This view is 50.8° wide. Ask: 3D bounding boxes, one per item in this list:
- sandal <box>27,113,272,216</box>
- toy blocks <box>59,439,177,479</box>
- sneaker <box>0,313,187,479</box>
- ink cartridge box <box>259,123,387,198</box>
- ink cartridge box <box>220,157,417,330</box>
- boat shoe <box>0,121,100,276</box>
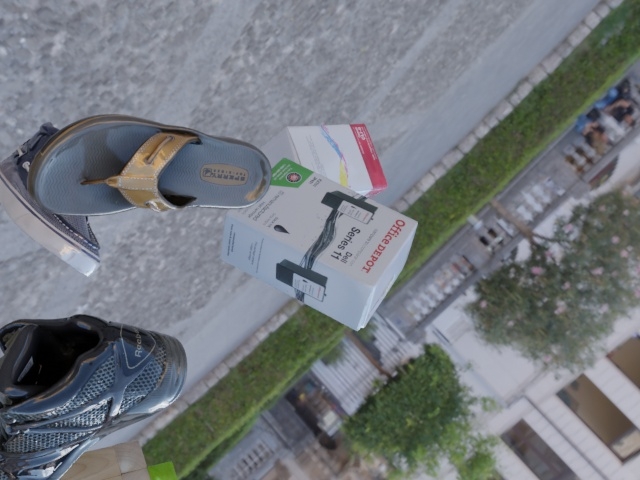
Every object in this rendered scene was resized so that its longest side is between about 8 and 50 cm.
[{"bbox_3d":[-0.132,-0.054,0.581,0.219,0.060,0.090,3,109,-35],"label":"sandal"},{"bbox_3d":[-0.453,0.427,1.037,0.381,0.190,0.261,4,145,-49],"label":"toy blocks"},{"bbox_3d":[-0.229,0.129,0.525,0.227,0.087,0.130,-33,140,17],"label":"sneaker"},{"bbox_3d":[-0.005,-0.114,1.143,0.176,0.127,0.128,-10,167,-40],"label":"ink cartridge box"},{"bbox_3d":[0.000,0.000,0.869,0.153,0.208,0.087,-51,163,-45],"label":"ink cartridge box"},{"bbox_3d":[-0.416,-0.082,1.086,0.158,0.340,0.127,-50,143,-8],"label":"boat shoe"}]
